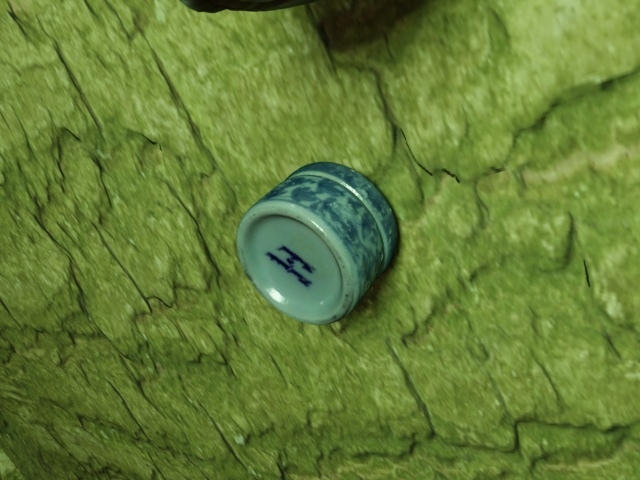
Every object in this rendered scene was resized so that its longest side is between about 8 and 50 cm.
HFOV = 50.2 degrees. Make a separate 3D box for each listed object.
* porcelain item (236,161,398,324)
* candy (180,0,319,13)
[{"bbox_3d":[0.000,0.000,0.713,0.147,0.114,0.147,19,129,25],"label":"porcelain item"},{"bbox_3d":[0.000,-0.241,0.410,0.214,0.289,0.157,-29,94,42],"label":"candy"}]
